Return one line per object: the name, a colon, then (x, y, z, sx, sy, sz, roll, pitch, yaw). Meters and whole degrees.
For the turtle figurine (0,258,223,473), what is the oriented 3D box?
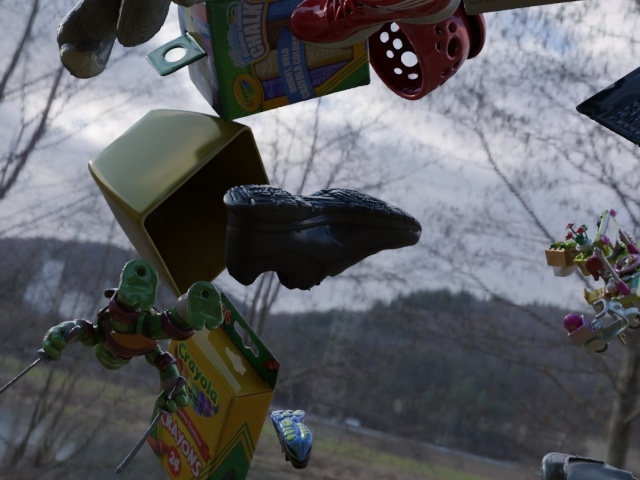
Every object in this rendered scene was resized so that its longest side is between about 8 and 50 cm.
turtle figurine: (-0.253, 0.160, 1.222, 0.198, 0.275, 0.266, 46, -45, 1)

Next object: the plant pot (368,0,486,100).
plant pot: (0.193, -0.379, 1.719, 0.191, 0.174, 0.191, 45, -23, 25)

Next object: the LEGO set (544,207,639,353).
LEGO set: (0.337, 0.017, 1.154, 0.107, 0.132, 0.287, 51, 17, -15)

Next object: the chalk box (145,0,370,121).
chalk box: (-0.098, -0.294, 1.303, 0.289, 0.179, 0.180, -17, 36, -18)

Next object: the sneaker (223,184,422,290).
sneaker: (0.000, 0.000, 1.194, 0.287, 0.130, 0.109, 2, 17, -29)

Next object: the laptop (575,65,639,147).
laptop: (0.516, -0.245, 1.304, 0.264, 0.234, 0.136, 50, -10, 53)

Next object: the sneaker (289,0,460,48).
sneaker: (0.039, -0.287, 1.083, 0.221, 0.086, 0.128, -10, -7, 28)

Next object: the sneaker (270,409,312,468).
sneaker: (-0.053, 0.360, 1.704, 0.067, 0.078, 0.188, 0, 11, -10)

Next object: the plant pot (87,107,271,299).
plant pot: (-0.216, -0.075, 1.392, 0.187, 0.212, 0.212, 33, -24, 31)

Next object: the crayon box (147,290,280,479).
crayon box: (-0.180, 0.265, 1.507, 0.081, 0.318, 0.202, -4, 34, -36)

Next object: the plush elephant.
plush elephant: (-0.235, -0.334, 0.952, 0.330, 0.271, 0.255, -28, 12, 10)

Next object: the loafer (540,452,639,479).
loafer: (0.380, 0.332, 1.255, 0.087, 0.094, 0.251, -19, -27, 38)

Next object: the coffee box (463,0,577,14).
coffee box: (0.166, -0.361, 0.765, 0.119, 0.168, 0.297, -1, -57, 31)
